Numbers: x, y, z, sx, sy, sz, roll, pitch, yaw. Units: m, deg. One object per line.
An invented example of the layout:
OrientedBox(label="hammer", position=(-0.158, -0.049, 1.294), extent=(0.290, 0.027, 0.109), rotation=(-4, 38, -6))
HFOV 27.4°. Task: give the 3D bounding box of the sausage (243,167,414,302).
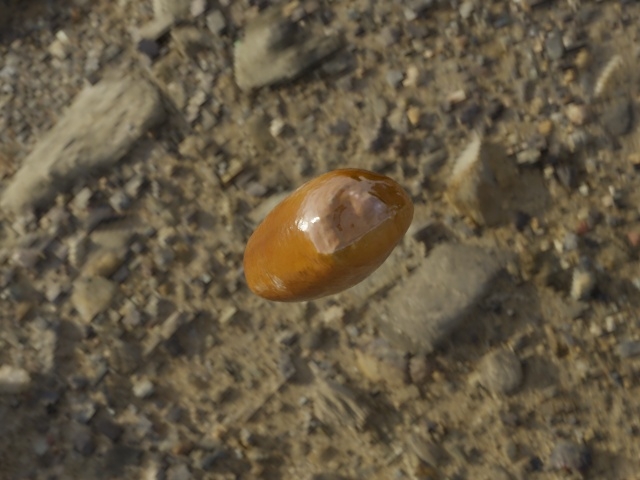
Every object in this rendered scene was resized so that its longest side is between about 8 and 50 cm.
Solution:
OrientedBox(label="sausage", position=(0.000, 0.000, 1.030), extent=(0.098, 0.238, 0.098), rotation=(3, 80, -18))
